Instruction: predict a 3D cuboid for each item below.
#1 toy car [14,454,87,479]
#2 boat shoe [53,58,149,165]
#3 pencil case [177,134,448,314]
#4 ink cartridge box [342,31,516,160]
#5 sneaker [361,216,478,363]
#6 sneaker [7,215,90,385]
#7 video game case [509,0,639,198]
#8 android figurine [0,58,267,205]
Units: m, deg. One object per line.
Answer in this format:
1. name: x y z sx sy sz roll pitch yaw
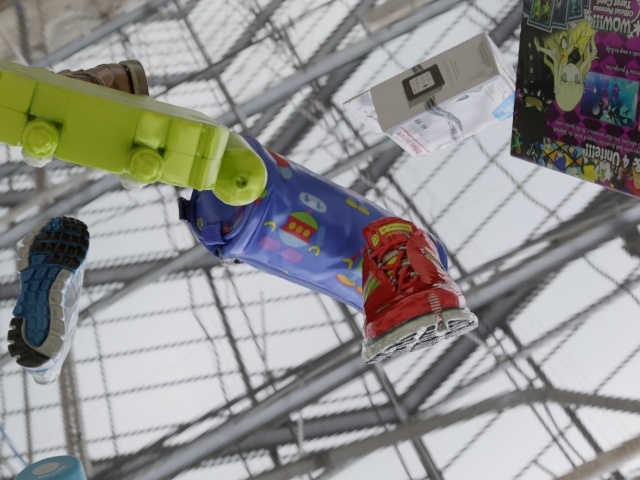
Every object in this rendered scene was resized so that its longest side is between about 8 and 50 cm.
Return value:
1. toy car: -0.274 0.362 1.068 0.210 0.219 0.238 -16 -168 -22
2. boat shoe: -0.245 -0.120 1.122 0.104 0.111 0.307 -5 -177 -21
3. pencil case: 0.000 0.000 1.191 0.119 0.306 0.133 6 -105 52
4. ink cartridge box: 0.128 -0.150 1.236 0.180 0.104 0.060 -25 -115 20
5. sneaker: 0.072 0.038 1.024 0.107 0.118 0.279 -18 -176 0
6. sneaker: -0.281 0.063 1.148 0.071 0.083 0.191 5 -124 1
7. video game case: 0.204 -0.128 0.646 0.041 0.210 0.232 -5 -163 -28
8. android figurine: -0.156 -0.079 0.755 0.273 0.248 0.056 -138 -117 -71
